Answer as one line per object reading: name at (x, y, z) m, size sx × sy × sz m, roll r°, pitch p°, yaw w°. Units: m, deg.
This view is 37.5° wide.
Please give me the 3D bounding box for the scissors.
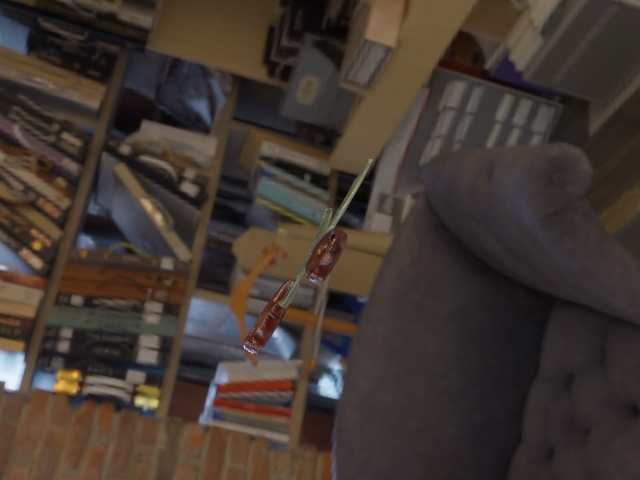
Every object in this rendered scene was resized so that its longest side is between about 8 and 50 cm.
scissors at (0.000, 0.000, 0.898) m, size 0.144 × 0.017 × 0.248 m, roll -49°, pitch 8°, yaw 32°
